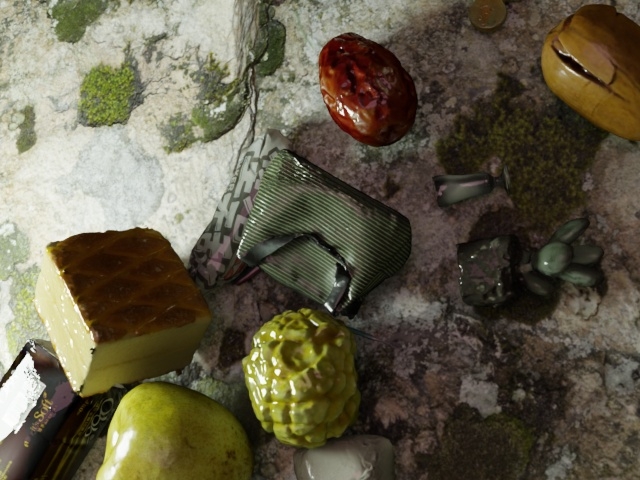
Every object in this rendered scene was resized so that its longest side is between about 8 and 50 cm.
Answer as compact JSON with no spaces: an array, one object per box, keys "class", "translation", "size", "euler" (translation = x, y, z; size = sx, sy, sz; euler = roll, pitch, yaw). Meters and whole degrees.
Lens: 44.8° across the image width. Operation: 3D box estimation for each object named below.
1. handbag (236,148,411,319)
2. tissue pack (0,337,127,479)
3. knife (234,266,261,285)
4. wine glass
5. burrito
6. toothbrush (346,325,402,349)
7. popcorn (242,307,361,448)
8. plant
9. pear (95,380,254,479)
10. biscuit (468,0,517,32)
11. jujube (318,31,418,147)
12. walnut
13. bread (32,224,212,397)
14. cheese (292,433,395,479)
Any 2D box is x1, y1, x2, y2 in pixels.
[{"class":"handbag","translation":[0.000,0.000,1.571],"size":[0.341,0.247,0.240],"euler":[29,85,8]},{"class":"tissue pack","translation":[-0.615,0.406,1.666],"size":[0.210,0.198,0.369],"euler":[31,85,24]},{"class":"knife","translation":[-0.097,0.016,1.724],"size":[0.247,0.018,0.035],"euler":[-41,65,-1]},{"class":"wine glass","translation":[0.314,-0.116,1.611],"size":[0.156,0.072,0.072],"euler":[-10,73,13]},{"class":"burrito","translation":[-0.178,-0.040,1.716],"size":[0.139,0.101,0.445],"euler":[26,83,24]},{"class":"toothbrush","translation":[0.092,0.196,1.618],"size":[0.167,0.014,0.011],"euler":[17,63,20]},{"class":"popcorn","translation":[-0.031,0.264,1.494],"size":[0.224,0.270,0.257],"euler":[-12,94,-2]},{"class":"plant","translation":[0.404,0.051,1.501],"size":[0.275,0.149,0.146],"euler":[-13,88,15]},{"class":"pear","translation":[-0.277,0.429,1.515],"size":[0.304,0.304,0.303],"euler":[-4,74,15]},{"class":"biscuit","translation":[0.387,-0.572,1.736],"size":[0.153,0.030,0.234],"euler":[7,77,19]},{"class":"jujube","translation":[0.096,-0.325,1.673],"size":[0.197,0.197,0.290],"euler":[-34,54,5]},{"class":"walnut","translation":[0.586,-0.314,1.524],"size":[0.209,0.209,0.336],"euler":[-43,81,1]},{"class":"bread","translation":[-0.413,0.137,1.612],"size":[0.279,0.279,0.207],"euler":[56,138,30]},{"class":"cheese","translation":[0.050,0.474,1.476],"size":[0.198,0.154,0.189],"euler":[-15,52,15]}]
